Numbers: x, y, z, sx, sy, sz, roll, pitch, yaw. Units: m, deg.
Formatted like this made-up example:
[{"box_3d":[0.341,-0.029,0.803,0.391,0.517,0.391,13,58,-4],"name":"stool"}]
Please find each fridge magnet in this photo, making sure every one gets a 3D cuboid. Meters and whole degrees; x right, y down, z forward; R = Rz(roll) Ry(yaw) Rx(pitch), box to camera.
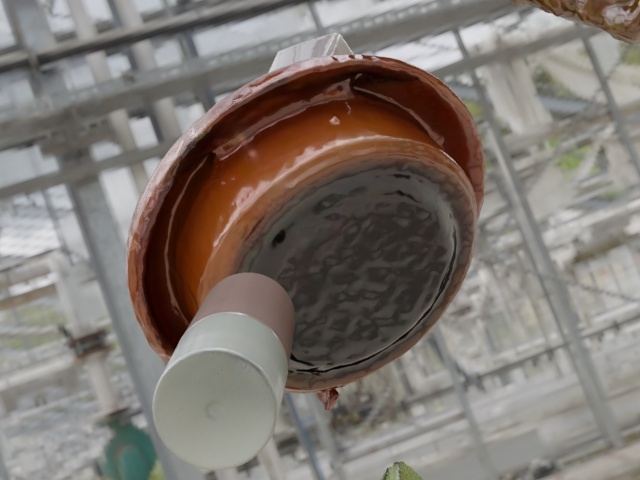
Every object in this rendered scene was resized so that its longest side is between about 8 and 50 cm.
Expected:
[{"box_3d":[0.000,0.000,1.185,0.364,0.155,0.363,-17,-50,-21],"name":"fridge magnet"}]

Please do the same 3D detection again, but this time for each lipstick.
[{"box_3d":[-0.054,0.074,0.816,0.070,0.070,0.254,-21,7,4],"name":"lipstick"}]

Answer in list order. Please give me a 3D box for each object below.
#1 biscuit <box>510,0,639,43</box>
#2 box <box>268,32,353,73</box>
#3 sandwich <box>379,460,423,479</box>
[{"box_3d":[0.266,-0.423,1.427,0.166,0.395,0.342,-3,-61,-58],"name":"biscuit"},{"box_3d":[0.021,-0.084,1.537,0.106,0.251,0.203,-11,41,34],"name":"box"},{"box_3d":[0.180,0.453,1.841,0.212,0.245,0.063,19,-36,-39],"name":"sandwich"}]
